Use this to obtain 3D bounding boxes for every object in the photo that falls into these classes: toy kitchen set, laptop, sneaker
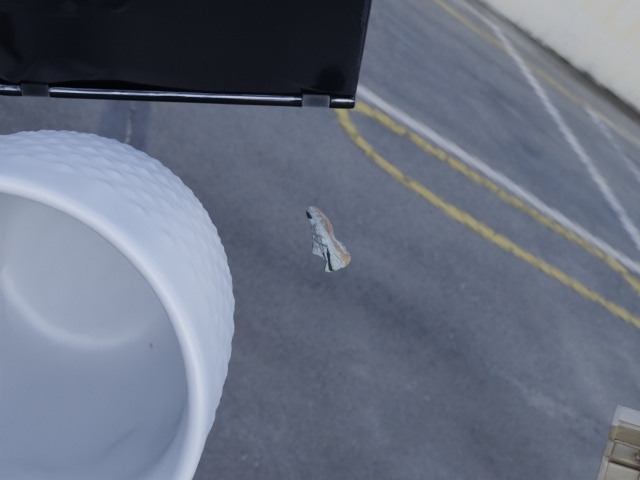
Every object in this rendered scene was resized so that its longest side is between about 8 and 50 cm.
[{"bbox_3d":[0.225,0.171,0.730,0.068,0.083,0.075,15,57,17],"label":"toy kitchen set"},{"bbox_3d":[-0.147,-0.270,1.098,0.382,0.236,0.408,2,37,-2],"label":"laptop"},{"bbox_3d":[0.000,0.000,1.264,0.083,0.037,0.032,60,24,7],"label":"sneaker"}]

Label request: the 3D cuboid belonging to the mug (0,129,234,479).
[{"bbox_3d":[-0.247,0.055,0.785,0.374,0.276,0.328,-3,15,3],"label":"mug"}]
